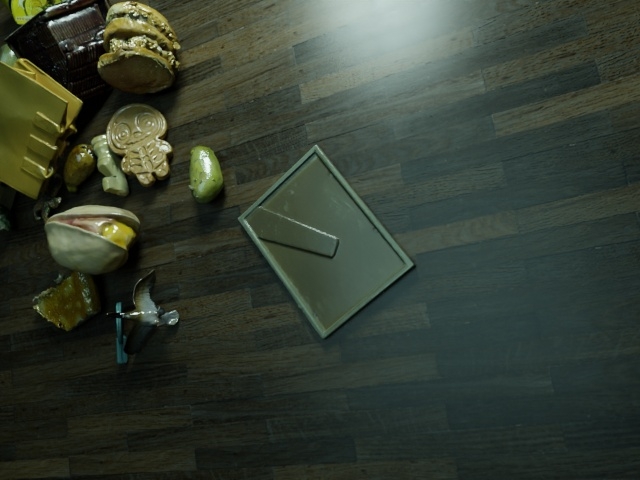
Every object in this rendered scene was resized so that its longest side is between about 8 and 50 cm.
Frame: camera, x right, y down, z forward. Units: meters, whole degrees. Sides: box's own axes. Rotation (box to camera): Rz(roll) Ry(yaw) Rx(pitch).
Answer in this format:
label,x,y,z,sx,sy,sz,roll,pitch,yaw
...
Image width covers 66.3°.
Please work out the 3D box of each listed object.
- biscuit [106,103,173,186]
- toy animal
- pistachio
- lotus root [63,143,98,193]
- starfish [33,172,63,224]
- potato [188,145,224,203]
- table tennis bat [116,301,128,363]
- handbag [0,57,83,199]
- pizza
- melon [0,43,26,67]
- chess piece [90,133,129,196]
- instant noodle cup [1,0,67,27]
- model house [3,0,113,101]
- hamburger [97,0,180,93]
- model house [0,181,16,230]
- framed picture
label,x,y,z,sx,sy,sz,roll,pitch,yaw
biscuit,-0.583,-0.315,1.588,0.202,0.044,0.289,-21,76,-2
toy animal,-0.534,0.215,1.467,0.160,0.197,0.273,2,80,19
pistachio,-0.714,-0.010,1.535,0.308,0.230,0.230,-2,83,25
lotus root,-0.834,-0.245,1.684,0.191,0.094,0.108,-51,35,14
starfish,-0.970,-0.138,1.757,0.150,0.053,0.210,-2,88,34
potato,-0.352,-0.204,1.491,0.105,0.085,0.188,-15,73,-2
table tennis bat,-0.629,0.294,1.545,0.033,0.124,0.201,-2,102,-19
handbag,-0.968,-0.359,1.615,0.283,0.133,0.401,35,114,-1
pizza,-0.854,0.206,1.651,0.296,0.071,0.189,-25,88,21
melon,-1.182,-0.666,1.865,0.099,0.099,0.162,22,95,22
chess piece,-0.695,-0.245,1.630,0.090,0.090,0.201,-23,78,18
instant noodle cup,-1.058,-0.876,1.793,0.236,0.215,0.216,37,98,28
model house,-0.814,-0.629,1.661,0.297,0.317,0.283,-3,123,45
hamburger,-0.563,-0.597,1.535,0.245,0.260,0.211,4,67,-9
model house,-1.227,-0.194,1.722,0.261,0.321,0.266,19,90,16
framed picture,0.000,0.000,1.359,0.326,0.028,0.446,-41,71,13
